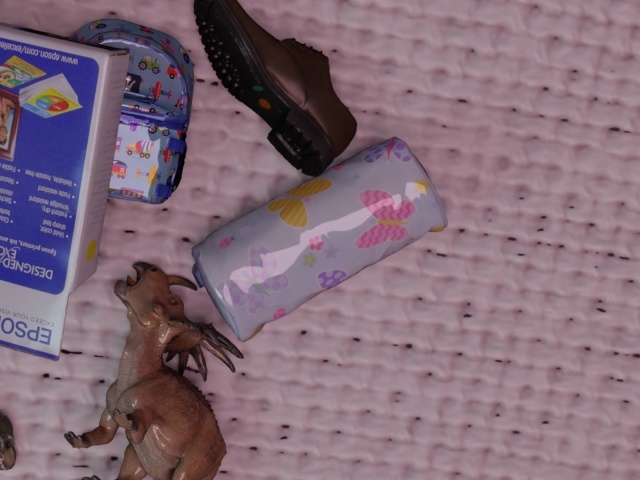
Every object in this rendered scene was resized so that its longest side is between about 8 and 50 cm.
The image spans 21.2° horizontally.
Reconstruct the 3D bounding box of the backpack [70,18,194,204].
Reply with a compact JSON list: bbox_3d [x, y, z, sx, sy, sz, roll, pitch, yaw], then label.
[{"bbox_3d":[-0.203,-0.135,1.745,0.158,0.117,0.173,16,96,-13],"label":"backpack"}]

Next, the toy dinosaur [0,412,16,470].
[{"bbox_3d":[-0.419,0.164,1.764,0.118,0.064,0.268,-29,135,3],"label":"toy dinosaur"}]

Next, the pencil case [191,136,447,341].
[{"bbox_3d":[0.000,0.000,1.809,0.273,0.113,0.124,-31,123,-3],"label":"pencil case"}]

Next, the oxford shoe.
[{"bbox_3d":[-0.047,-0.182,1.795,0.096,0.083,0.227,-43,102,-27],"label":"oxford shoe"}]

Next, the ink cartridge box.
[{"bbox_3d":[-0.354,-0.068,1.689,0.304,0.072,0.307,14,103,16],"label":"ink cartridge box"}]

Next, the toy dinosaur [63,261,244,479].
[{"bbox_3d":[-0.156,0.189,1.822,0.200,0.127,0.295,-40,127,-37],"label":"toy dinosaur"}]
